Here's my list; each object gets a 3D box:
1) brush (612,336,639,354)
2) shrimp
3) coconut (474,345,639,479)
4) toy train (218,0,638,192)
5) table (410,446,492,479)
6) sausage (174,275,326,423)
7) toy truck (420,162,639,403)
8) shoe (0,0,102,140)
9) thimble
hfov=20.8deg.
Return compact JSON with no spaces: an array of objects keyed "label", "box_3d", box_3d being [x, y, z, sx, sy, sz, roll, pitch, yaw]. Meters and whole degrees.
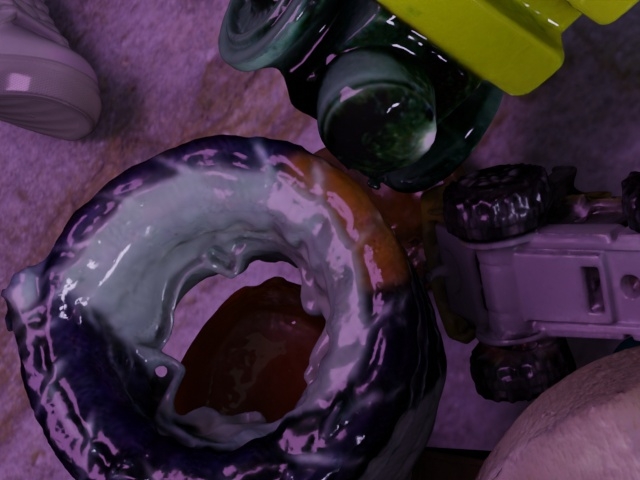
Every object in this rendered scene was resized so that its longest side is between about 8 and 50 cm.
[{"label":"brush","box_3d":[0.164,0.150,1.002,0.043,0.032,0.193,1,68,53]},{"label":"shrimp","box_3d":[-0.006,-0.008,1.204,0.262,0.066,0.117,-17,67,46]},{"label":"coconut","box_3d":[0.178,0.175,0.813,0.224,0.224,0.234,-49,55,27]},{"label":"toy train","box_3d":[0.072,-0.234,1.041,0.272,0.179,0.442,-41,32,30]},{"label":"table","box_3d":[0.100,0.167,1.024,0.070,0.083,0.082,3,85,47]},{"label":"sausage","box_3d":[-0.028,0.158,1.112,0.141,0.153,0.268,93,180,-78]},{"label":"toy truck","box_3d":[0.178,0.016,0.955,0.286,0.111,0.136,3,113,40]},{"label":"shoe","box_3d":[-0.280,-0.189,1.520,0.363,0.132,0.160,15,85,53]},{"label":"thimble","box_3d":[-0.052,0.060,0.988,0.237,0.150,0.237,-3,75,12]}]
